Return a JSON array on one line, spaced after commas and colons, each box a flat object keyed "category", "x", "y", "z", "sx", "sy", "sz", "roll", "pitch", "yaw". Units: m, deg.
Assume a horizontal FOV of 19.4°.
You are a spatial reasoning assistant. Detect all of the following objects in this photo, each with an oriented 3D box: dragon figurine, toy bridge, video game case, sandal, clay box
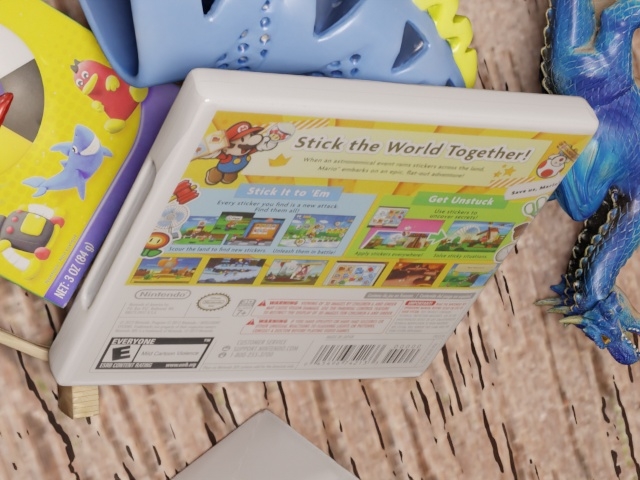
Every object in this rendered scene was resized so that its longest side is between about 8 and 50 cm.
[{"category": "dragon figurine", "x": 0.137, "y": -0.064, "z": 1.029, "sx": 0.144, "sy": 0.085, "sz": 0.289, "roll": -39, "pitch": 117, "yaw": -11}, {"category": "toy bridge", "x": -0.205, "y": 0.069, "z": 0.940, "sx": 0.188, "sy": 0.026, "sz": 0.063, "roll": -6, "pitch": 103, "yaw": -23}, {"category": "video game case", "x": 0.000, "y": 0.000, "z": 0.941, "sx": 0.227, "sy": 0.026, "sz": 0.206, "roll": 2, "pitch": 138, "yaw": -32}, {"category": "sandal", "x": -0.059, "y": -0.128, "z": 0.890, "sx": 0.317, "sy": 0.126, "sz": 0.138, "roll": 34, "pitch": 78, "yaw": -27}, {"category": "clay box", "x": -0.189, "y": -0.074, "z": 0.896, "sx": 0.222, "sy": 0.053, "sz": 0.127, "roll": 30, "pitch": 89, "yaw": -28}]

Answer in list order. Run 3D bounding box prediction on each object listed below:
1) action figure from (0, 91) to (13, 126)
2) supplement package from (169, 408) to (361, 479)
[{"category": "action figure", "x": -0.251, "y": -0.142, "z": 0.795, "sx": 0.280, "sy": 0.091, "sz": 0.139, "roll": 27, "pitch": 95, "yaw": -2}, {"category": "supplement package", "x": 0.006, "y": 0.272, "z": 1.003, "sx": 0.177, "sy": 0.175, "sz": 0.293, "roll": -37, "pitch": 115, "yaw": -13}]
